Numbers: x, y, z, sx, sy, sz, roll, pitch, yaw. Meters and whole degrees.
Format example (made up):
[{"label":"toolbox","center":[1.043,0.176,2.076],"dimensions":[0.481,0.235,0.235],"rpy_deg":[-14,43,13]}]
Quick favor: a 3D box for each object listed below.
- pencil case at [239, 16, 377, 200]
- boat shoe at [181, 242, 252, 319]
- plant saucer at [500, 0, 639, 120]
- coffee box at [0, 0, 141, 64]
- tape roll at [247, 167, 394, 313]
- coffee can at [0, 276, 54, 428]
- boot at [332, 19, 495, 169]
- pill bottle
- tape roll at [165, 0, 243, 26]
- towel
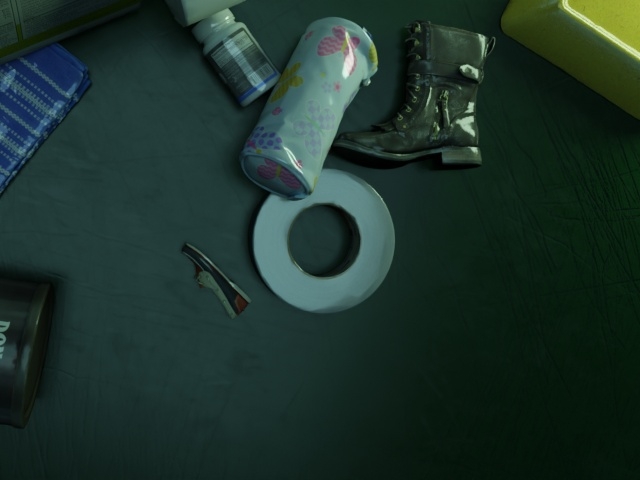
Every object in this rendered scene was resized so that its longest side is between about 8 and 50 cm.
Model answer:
[{"label":"pencil case","center":[-0.014,-0.193,1.272],"dimensions":[0.124,0.113,0.273],"rpy_deg":[43,63,-35]},{"label":"boat shoe","center":[-0.164,0.060,1.322],"dimensions":[0.043,0.049,0.137],"rpy_deg":[-45,104,-4]},{"label":"plant saucer","center":[0.512,-0.408,1.416],"dimensions":[0.332,0.081,0.333],"rpy_deg":[29,87,-11]},{"label":"coffee box","center":[-0.432,-0.429,1.075],"dimensions":[0.338,0.334,0.338],"rpy_deg":[-27,93,-16]},{"label":"tape roll","center":[0.000,0.000,1.337],"dimensions":[0.219,0.072,0.219],"rpy_deg":[0,92,-11]},{"label":"coffee can","center":[-0.520,0.135,1.176],"dimensions":[0.275,0.201,0.202],"rpy_deg":[10,90,-11]},{"label":"boot","center":[0.145,-0.228,1.359],"dimensions":[0.263,0.091,0.229],"rpy_deg":[1,87,-15]},{"label":"pill bottle","center":[-0.126,-0.274,1.299],"dimensions":[0.078,0.078,0.137],"rpy_deg":[-38,98,-7]},{"label":"tape roll","center":[-0.199,-0.438,1.176],"dimensions":[0.100,0.286,0.286],"rpy_deg":[-26,97,-9]},{"label":"towel","center":[-0.522,-0.184,1.246],"dimensions":[0.243,0.040,0.336],"rpy_deg":[38,85,-9]}]
